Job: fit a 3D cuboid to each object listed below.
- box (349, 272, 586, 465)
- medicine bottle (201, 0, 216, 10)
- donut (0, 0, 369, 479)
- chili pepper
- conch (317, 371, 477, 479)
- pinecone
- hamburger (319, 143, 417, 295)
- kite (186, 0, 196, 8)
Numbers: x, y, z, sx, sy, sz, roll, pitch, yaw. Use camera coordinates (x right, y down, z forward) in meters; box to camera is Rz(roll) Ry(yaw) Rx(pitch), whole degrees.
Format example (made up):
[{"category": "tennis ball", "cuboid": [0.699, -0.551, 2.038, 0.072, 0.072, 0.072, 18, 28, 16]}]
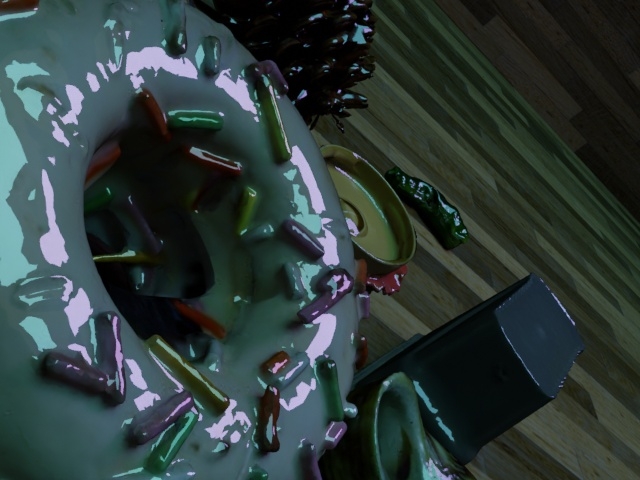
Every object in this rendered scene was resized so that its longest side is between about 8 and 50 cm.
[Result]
[{"category": "box", "cuboid": [0.155, 0.135, 0.792, 0.138, 0.178, 0.274, 55, 25, 8]}, {"category": "medicine bottle", "cuboid": [-0.117, -0.362, 1.101, 0.228, 0.083, 0.121, 25, 35, -44]}, {"category": "donut", "cuboid": [-0.107, 0.012, 0.463, 0.382, 0.142, 0.383, 28, 53, -43]}, {"category": "chili pepper", "cuboid": [0.167, -0.061, 1.210, 0.182, 0.050, 0.073, 39, 35, -19]}, {"category": "conch", "cuboid": [0.054, 0.205, 0.594, 0.182, 0.124, 0.187, 64, 19, 13]}, {"category": "pinecone", "cuboid": [-0.031, -0.226, 0.932, 0.221, 0.221, 0.222, 38, 29, -25]}, {"category": "hamburger", "cuboid": [0.000, -0.002, 0.763, 0.175, 0.137, 0.175, 34, 36, -28]}, {"category": "kite", "cuboid": [-0.111, -0.171, 0.789, 0.232, 0.009, 0.189, 102, -28, -84]}]
